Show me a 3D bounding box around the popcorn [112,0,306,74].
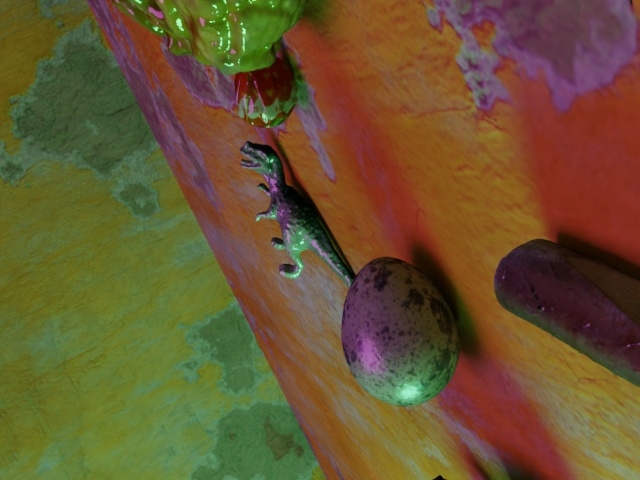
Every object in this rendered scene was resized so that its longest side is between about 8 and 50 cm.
[{"bbox_3d":[-0.112,-0.273,0.779,0.225,0.173,0.286,55,161,-3],"label":"popcorn"}]

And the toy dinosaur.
[{"bbox_3d":[-0.024,0.023,1.203,0.383,0.076,0.129,55,140,2],"label":"toy dinosaur"}]

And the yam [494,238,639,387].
[{"bbox_3d":[0.194,0.050,0.546,0.169,0.068,0.068,33,148,61],"label":"yam"}]

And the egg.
[{"bbox_3d":[0.088,0.102,0.875,0.132,0.132,0.172,-174,70,-73],"label":"egg"}]

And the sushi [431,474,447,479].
[{"bbox_3d":[0.215,0.377,0.925,0.296,0.179,0.167,-21,68,58],"label":"sushi"}]

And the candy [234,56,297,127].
[{"bbox_3d":[-0.086,-0.275,0.932,0.084,0.078,0.288,-102,1,-66],"label":"candy"}]
